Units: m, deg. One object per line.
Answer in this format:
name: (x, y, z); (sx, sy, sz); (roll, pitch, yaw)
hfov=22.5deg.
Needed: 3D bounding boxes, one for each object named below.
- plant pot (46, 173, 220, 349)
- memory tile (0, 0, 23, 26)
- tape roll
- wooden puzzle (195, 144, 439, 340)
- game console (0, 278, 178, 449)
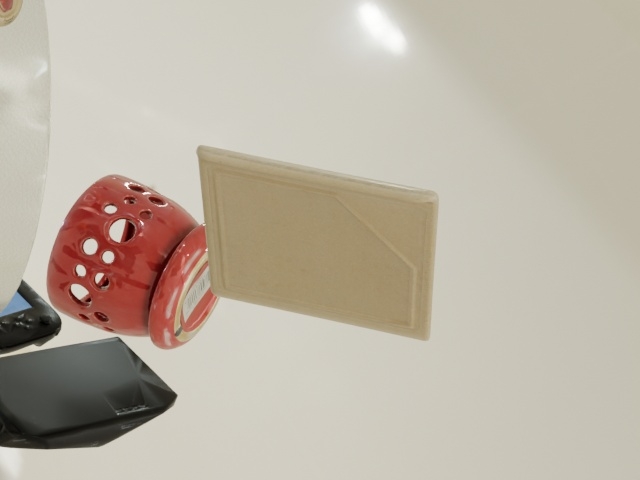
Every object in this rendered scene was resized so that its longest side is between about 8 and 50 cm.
plant pot: (-0.218, 0.035, 1.998); (0.174, 0.191, 0.191); (25, -23, 16)
memory tile: (-0.250, -0.165, 1.025); (0.012, 0.148, 0.113); (18, -50, 32)
tape roll: (-0.342, -0.117, 1.491); (0.392, 0.072, 0.392); (0, -90, 62)
wooden puzzle: (0.000, 0.000, 1.497); (0.221, 0.044, 0.238); (12, -35, 11)
game console: (-0.333, 0.101, 1.725); (0.361, 0.213, 0.044); (39, -60, 32)
